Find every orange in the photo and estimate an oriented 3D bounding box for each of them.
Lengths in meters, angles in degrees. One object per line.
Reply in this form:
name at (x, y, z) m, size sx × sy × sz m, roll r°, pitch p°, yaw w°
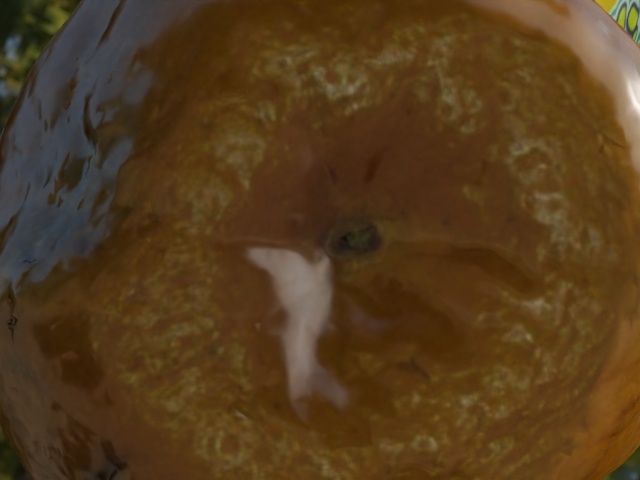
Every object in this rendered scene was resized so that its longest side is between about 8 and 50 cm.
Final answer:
orange at (0.000, 0.000, 0.651) m, size 0.249 × 0.249 × 0.183 m, roll 20°, pitch -4°, yaw 0°

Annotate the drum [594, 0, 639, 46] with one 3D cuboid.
drum at (0.074, -0.071, 0.991) m, size 0.214 × 0.431 × 0.431 m, roll 18°, pitch -25°, yaw 21°
